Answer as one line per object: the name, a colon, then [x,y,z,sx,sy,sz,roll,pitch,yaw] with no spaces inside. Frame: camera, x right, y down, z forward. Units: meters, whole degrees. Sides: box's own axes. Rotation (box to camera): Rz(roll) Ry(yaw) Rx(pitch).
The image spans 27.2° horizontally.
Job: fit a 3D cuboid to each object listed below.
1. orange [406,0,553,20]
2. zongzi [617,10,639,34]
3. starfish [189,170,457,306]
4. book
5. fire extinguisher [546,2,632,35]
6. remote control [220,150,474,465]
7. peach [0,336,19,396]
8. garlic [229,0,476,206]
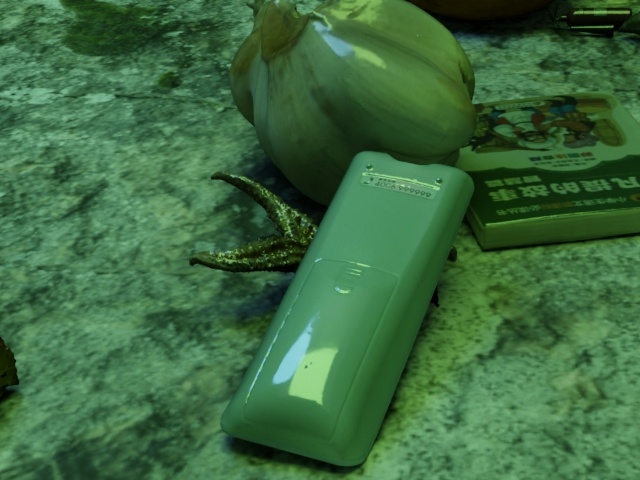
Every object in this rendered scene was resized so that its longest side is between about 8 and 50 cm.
orange: [0.193,-0.392,1.614,0.284,0.226,0.284,4,29,-2]
zongzi: [0.562,-0.264,1.471,0.323,0.160,0.360,-4,-2,-36]
starfish: [-0.001,0.007,1.068,0.213,0.057,0.238,-13,35,-38]
book: [0.214,-0.073,1.222,0.202,0.027,0.264,-6,28,-6]
fire extinguisher: [0.317,-0.256,1.559,0.100,0.032,0.046,0,63,4]
remote control: [0.026,0.035,0.955,0.103,0.051,0.293,13,46,15]
peach: [-0.292,0.094,0.894,0.172,0.092,0.127,-23,31,-28]
garlic: [0.034,-0.114,1.176,0.203,0.185,0.281,19,-7,-26]
